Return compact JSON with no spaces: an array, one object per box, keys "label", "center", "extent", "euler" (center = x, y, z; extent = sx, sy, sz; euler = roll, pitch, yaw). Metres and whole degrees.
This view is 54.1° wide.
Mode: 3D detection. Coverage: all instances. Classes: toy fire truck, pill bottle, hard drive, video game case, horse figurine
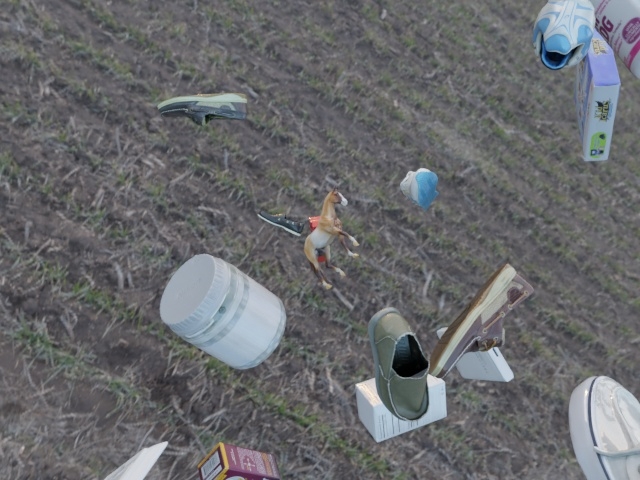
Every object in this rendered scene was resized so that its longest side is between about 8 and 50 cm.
[{"label":"toy fire truck","center":[0.000,0.000,1.828],"extent":[0.047,0.192,0.135],"euler":[-8,37,-4]},{"label":"pill bottle","center":[0.574,-0.450,1.154],"extent":[0.160,0.160,0.283],"euler":[-6,59,-35]},{"label":"hard drive","center":[0.530,0.392,2.180],"extent":[0.040,0.307,0.203],"euler":[-30,88,-16]},{"label":"video game case","center":[0.688,-0.380,1.575],"extent":[0.061,0.244,0.269],"euler":[-2,52,14]},{"label":"horse figurine","center":[0.020,0.010,1.635],"extent":[0.066,0.263,0.174],"euler":[-15,57,-38]}]

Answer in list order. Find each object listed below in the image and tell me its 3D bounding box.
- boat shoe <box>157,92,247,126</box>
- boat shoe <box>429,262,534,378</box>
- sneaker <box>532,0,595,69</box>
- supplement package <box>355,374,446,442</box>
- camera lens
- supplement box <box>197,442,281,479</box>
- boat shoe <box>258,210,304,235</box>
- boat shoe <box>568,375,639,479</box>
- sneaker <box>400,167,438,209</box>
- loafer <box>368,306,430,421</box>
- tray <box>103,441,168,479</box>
[{"label":"boat shoe","center":[-0.195,-0.213,1.035],"extent":[0.056,0.152,0.049],"euler":[-10,96,-79]},{"label":"boat shoe","center":[0.395,0.214,1.515],"extent":[0.123,0.123,0.342],"euler":[41,72,6]},{"label":"sneaker","center":[0.344,-0.283,0.907],"extent":[0.085,0.086,0.237],"euler":[26,10,17]},{"label":"supplement package","center":[0.248,0.495,1.937],"extent":[0.244,0.134,0.139],"euler":[-14,23,-17]},{"label":"camera lens","center":[-0.240,0.187,1.601],"extent":[0.274,0.219,0.219],"euler":[40,40,-37]},{"label":"supplement box","center":[-0.212,0.609,1.644],"extent":[0.188,0.104,0.081],"euler":[27,23,-36]},{"label":"boat shoe","center":[-0.108,-0.056,1.737],"extent":[0.133,0.042,0.049],"euler":[23,8,3]},{"label":"boat shoe","center":[0.385,0.272,0.656],"extent":[0.136,0.156,0.367],"euler":[27,35,-16]},{"label":"sneaker","center":[0.260,-0.145,1.694],"extent":[0.092,0.229,0.087],"euler":[37,87,15]},{"label":"loafer","center":[0.151,0.245,1.150],"extent":[0.094,0.087,0.251],"euler":[-27,117,-14]},{"label":"tray","center":[-0.393,0.474,1.204],"extent":[0.030,0.270,0.145],"euler":[43,41,-6]}]
